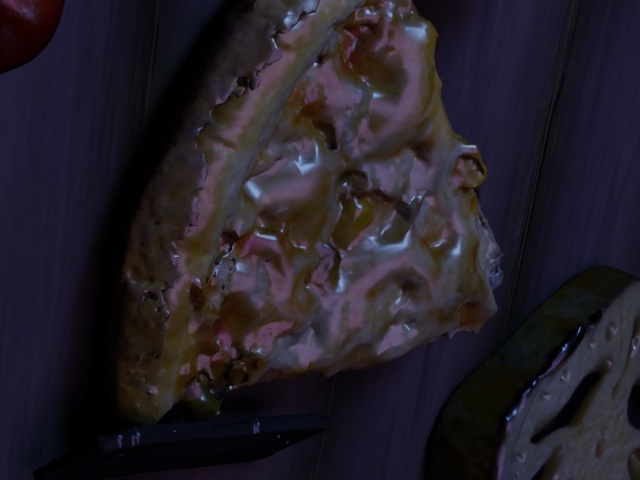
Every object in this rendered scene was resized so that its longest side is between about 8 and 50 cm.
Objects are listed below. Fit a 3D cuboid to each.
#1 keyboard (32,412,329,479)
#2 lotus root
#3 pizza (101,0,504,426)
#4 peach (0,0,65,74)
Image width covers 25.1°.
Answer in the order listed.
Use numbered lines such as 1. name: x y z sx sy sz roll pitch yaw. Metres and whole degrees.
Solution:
1. keyboard: -0.101 0.163 1.134 0.262 0.106 0.016 4 64 -52
2. lotus root: 0.274 0.213 1.552 0.390 0.111 0.374 12 100 -46
3. pizza: -0.022 -0.012 1.119 0.392 0.080 0.435 -37 126 -20
4. peach: -0.198 -0.149 0.867 0.101 0.101 0.100 -24 126 -37
